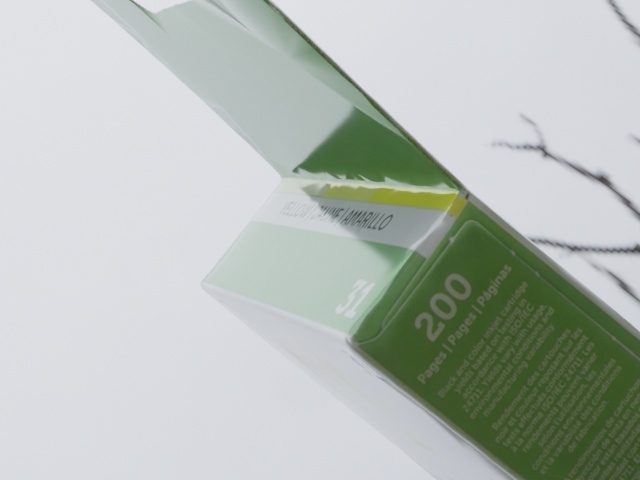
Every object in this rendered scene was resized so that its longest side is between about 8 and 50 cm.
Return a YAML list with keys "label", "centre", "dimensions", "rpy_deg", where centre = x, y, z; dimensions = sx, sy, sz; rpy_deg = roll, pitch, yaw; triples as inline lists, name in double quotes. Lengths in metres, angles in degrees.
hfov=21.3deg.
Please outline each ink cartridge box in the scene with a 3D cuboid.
- label: "ink cartridge box"
  centre: [0.000, 0.000, 0.478]
  dimensions: [0.235, 0.171, 0.056]
  rpy_deg: [39, -98, -15]
